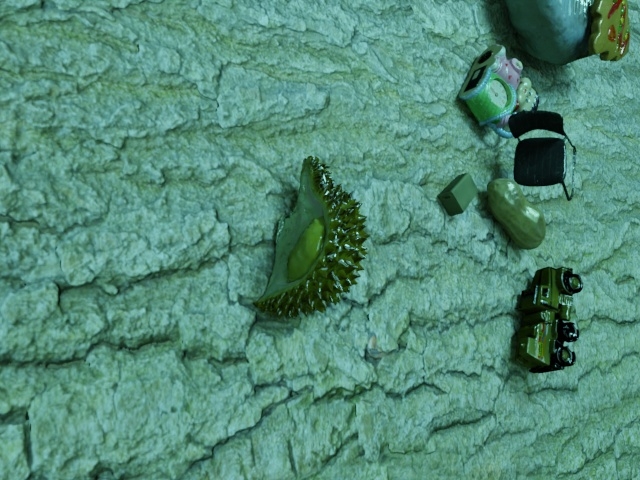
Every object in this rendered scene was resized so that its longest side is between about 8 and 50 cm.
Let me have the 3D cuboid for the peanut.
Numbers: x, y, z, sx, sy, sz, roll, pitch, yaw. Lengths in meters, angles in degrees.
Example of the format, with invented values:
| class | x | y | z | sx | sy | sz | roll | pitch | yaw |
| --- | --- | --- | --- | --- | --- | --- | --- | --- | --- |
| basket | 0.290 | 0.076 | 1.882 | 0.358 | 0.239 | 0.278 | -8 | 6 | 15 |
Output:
| class | x | y | z | sx | sy | sz | roll | pitch | yaw |
| --- | --- | --- | --- | --- | --- | --- | --- | --- | --- |
| peanut | 0.473 | -0.065 | 1.598 | 0.214 | 0.098 | 0.090 | 46 | 70 | -20 |

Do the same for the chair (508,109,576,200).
| class | x | y | z | sx | sy | sz | roll | pitch | yaw |
| --- | --- | --- | --- | --- | --- | --- | --- | --- | --- |
| chair | 0.522 | -0.197 | 1.574 | 0.221 | 0.140 | 0.145 | 38 | 59 | -59 |

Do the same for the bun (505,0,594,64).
| class | x | y | z | sx | sy | sz | roll | pitch | yaw |
| --- | --- | --- | --- | --- | --- | --- | --- | --- | --- |
| bun | 0.625 | -0.630 | 1.738 | 0.361 | 0.211 | 0.362 | 3 | 85 | -38 |

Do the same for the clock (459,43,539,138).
| class | x | y | z | sx | sy | sz | roll | pitch | yaw |
| --- | --- | --- | --- | --- | --- | --- | --- | --- | --- |
| clock | 0.446 | -0.353 | 1.630 | 0.195 | 0.100 | 0.194 | 39 | 65 | -24 |

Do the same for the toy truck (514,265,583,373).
| class | x | y | z | sx | sy | sz | roll | pitch | yaw |
| --- | --- | --- | --- | --- | --- | --- | --- | --- | --- |
| toy truck | 0.536 | 0.182 | 1.592 | 0.127 | 0.127 | 0.257 | 26 | 65 | -16 |

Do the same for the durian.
| class | x | y | z | sx | sy | sz | roll | pitch | yaw |
| --- | --- | --- | --- | --- | --- | --- | --- | --- | --- |
| durian | 0.000 | 0.000 | 1.209 | 0.172 | 0.166 | 0.306 | 29 | 68 | -64 |

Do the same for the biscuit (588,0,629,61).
| class | x | y | z | sx | sy | sz | roll | pitch | yaw |
| --- | --- | --- | --- | --- | --- | --- | --- | --- | --- |
| biscuit | 0.748 | -0.541 | 1.687 | 0.238 | 0.041 | 0.212 | 24 | 80 | -45 |

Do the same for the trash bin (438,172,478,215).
| class | x | y | z | sx | sy | sz | roll | pitch | yaw |
| --- | --- | --- | --- | --- | --- | --- | --- | --- | --- |
| trash bin | 0.319 | -0.109 | 1.521 | 0.092 | 0.043 | 0.061 | -46 | 110 | -35 |
